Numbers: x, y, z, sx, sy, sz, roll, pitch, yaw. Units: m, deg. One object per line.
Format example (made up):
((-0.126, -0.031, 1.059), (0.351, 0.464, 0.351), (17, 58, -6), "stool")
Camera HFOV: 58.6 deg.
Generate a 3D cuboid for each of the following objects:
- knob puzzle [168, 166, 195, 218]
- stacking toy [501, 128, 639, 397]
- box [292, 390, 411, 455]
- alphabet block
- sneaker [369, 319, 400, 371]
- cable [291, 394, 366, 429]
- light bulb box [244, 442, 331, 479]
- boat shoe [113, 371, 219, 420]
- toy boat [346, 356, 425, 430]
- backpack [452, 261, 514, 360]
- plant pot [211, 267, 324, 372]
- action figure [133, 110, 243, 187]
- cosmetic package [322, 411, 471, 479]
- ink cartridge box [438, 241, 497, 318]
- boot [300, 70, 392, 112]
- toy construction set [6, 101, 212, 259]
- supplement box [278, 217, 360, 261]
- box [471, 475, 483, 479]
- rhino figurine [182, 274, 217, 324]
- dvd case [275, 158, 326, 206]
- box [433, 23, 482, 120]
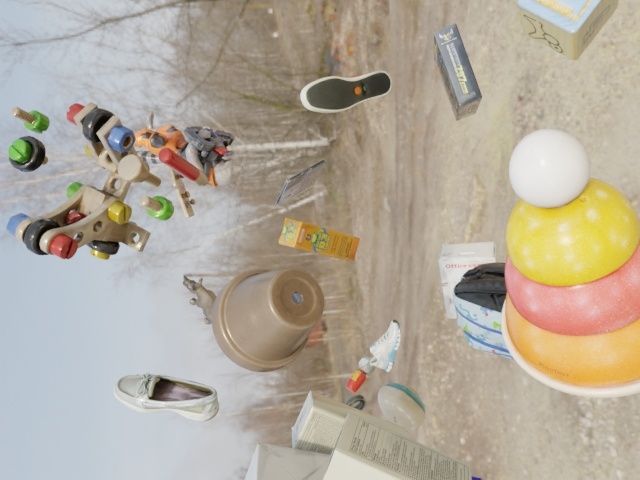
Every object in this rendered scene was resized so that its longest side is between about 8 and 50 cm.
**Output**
((-0.401, -0.163, 1.653), (0.213, 0.030, 0.213), (161, 90, -85), "knob puzzle")
((0.437, 0.009, 0.968), (0.480, 0.351, 0.350), (57, -164, -37), "stacking toy")
((0.088, 0.560, 1.609), (0.121, 0.311, 0.148), (-125, 60, -83), "box")
((0.680, -0.648, 1.562), (0.192, 0.193, 0.197), (42, -168, 21), "alphabet block")
((0.201, 0.333, 1.806), (0.071, 0.083, 0.190), (-89, 10, -66), "sneaker")
((0.045, 0.668, 2.070), (0.072, 0.287, 0.139), (-104, -10, -63), "cable")
((-0.105, 0.778, 1.422), (0.358, 0.225, 0.361), (-95, 22, -61), "light bulb box")
((-0.458, 0.450, 1.696), (0.118, 0.320, 0.103), (-69, -11, -51), "boat shoe")
((0.256, 0.564, 2.121), (0.148, 0.318, 0.267), (-51, -24, -23), "toy boat")
((0.510, 0.177, 1.460), (0.290, 0.356, 0.273), (-41, -44, -34), "backpack")
((-0.108, 0.174, 1.396), (0.229, 0.263, 0.263), (-36, 55, 53), "plant pot")
((-0.360, -0.240, 1.563), (0.178, 0.330, 0.341), (-66, -8, 13), "action figure")
((0.163, 0.515, 1.231), (0.153, 0.296, 0.129), (-46, -23, -67), "cosmetic package")
((0.573, 0.152, 2.165), (0.117, 0.207, 0.283), (-64, -35, -54), "ink cartridge box")
((0.042, -0.385, 1.500), (0.176, 0.244, 0.088), (-159, 56, -66), "boot")
((-0.331, -0.080, 0.967), (0.237, 0.309, 0.257), (36, -126, -70), "toy construction set")
((0.000, 0.000, 1.592), (0.080, 0.233, 0.078), (18, 93, 50), "supplement box")
((0.438, 0.789, 1.680), (0.137, 0.072, 0.126), (-27, -80, -48), "box")
((-0.379, 0.201, 1.888), (0.106, 0.073, 0.243), (1, 131, 49), "rhino figurine")
((-0.073, -0.201, 2.028), (0.018, 0.164, 0.221), (56, 159, 7), "dvd case")
((0.331, -0.403, 1.393), (0.233, 0.059, 0.183), (-12, -98, -79), "box")
